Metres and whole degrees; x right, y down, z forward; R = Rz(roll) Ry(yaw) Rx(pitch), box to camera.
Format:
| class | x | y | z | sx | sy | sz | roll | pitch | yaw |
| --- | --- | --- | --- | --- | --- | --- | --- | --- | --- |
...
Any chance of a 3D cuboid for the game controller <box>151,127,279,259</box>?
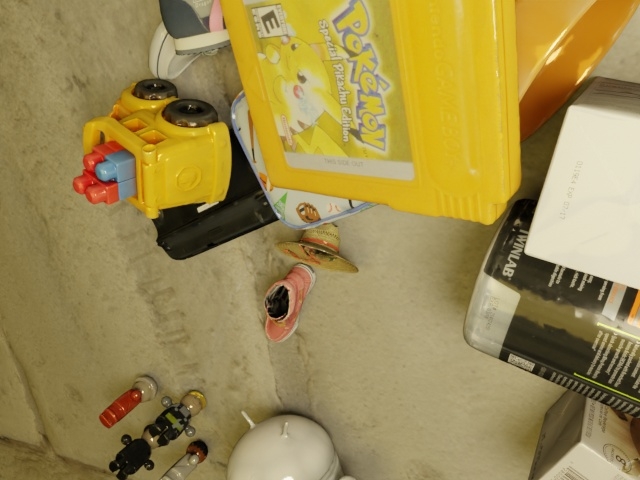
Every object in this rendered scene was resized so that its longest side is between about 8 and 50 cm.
| class | x | y | z | sx | sy | sz | roll | pitch | yaw |
| --- | --- | --- | --- | --- | --- | --- | --- | --- | --- |
| game controller | -0.189 | -0.076 | 0.944 | 0.319 | 0.067 | 0.166 | -20 | 84 | 35 |

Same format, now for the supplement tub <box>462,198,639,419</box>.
| class | x | y | z | sx | sy | sz | roll | pitch | yaw |
| --- | --- | --- | --- | --- | --- | --- | --- | --- | --- |
| supplement tub | 0.337 | 0.087 | 0.602 | 0.316 | 0.193 | 0.193 | 22 | 120 | 23 |

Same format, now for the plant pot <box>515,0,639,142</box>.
| class | x | y | z | sx | sy | sz | roll | pitch | yaw |
| --- | --- | --- | --- | --- | --- | --- | --- | --- | --- |
| plant pot | 0.186 | -0.234 | 0.565 | 0.188 | 0.205 | 0.205 | 44 | 126 | 20 |

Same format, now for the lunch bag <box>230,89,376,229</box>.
| class | x | y | z | sx | sy | sz | roll | pitch | yaw |
| --- | --- | --- | --- | --- | --- | --- | --- | --- | --- |
| lunch bag | 0.031 | -0.160 | 0.736 | 0.303 | 0.115 | 0.243 | -21 | 96 | 36 |

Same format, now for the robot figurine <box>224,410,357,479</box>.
| class | x | y | z | sx | sy | sz | roll | pitch | yaw |
| --- | --- | --- | --- | --- | --- | --- | --- | --- | --- |
| robot figurine | -0.047 | 0.469 | 0.988 | 0.300 | 0.200 | 0.353 | -10 | 105 | 32 |

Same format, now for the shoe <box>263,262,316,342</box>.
| class | x | y | z | sx | sy | sz | roll | pitch | yaw |
| --- | --- | --- | --- | --- | --- | --- | --- | --- | --- |
| shoe | -0.070 | 0.120 | 0.930 | 0.063 | 0.081 | 0.178 | 36 | 124 | 14 |

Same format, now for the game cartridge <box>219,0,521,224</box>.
| class | x | y | z | sx | sy | sz | roll | pitch | yaw |
| --- | --- | --- | --- | --- | --- | --- | --- | --- | --- |
| game cartridge | 0.037 | -0.167 | 0.556 | 0.324 | 0.053 | 0.285 | 15 | 129 | 42 |

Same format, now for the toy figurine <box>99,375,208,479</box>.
| class | x | y | z | sx | sy | sz | roll | pitch | yaw |
| --- | --- | --- | --- | --- | --- | --- | --- | --- | --- |
| toy figurine | -0.350 | 0.417 | 1.193 | 0.209 | 0.148 | 0.213 | 4 | 110 | 23 |

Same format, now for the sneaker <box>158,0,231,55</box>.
| class | x | y | z | sx | sy | sz | roll | pitch | yaw |
| --- | --- | --- | --- | --- | --- | --- | --- | --- | --- |
| sneaker | -0.074 | -0.323 | 0.668 | 0.319 | 0.112 | 0.131 | -6 | 118 | 25 |

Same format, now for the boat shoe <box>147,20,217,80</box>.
| class | x | y | z | sx | sy | sz | roll | pitch | yaw |
| --- | --- | --- | --- | --- | --- | --- | --- | --- | --- |
| boat shoe | -0.180 | -0.313 | 0.814 | 0.076 | 0.083 | 0.226 | 49 | 125 | 6 |

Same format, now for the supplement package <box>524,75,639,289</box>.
| class | x | y | z | sx | sy | sz | roll | pitch | yaw |
| --- | --- | --- | --- | --- | --- | --- | --- | --- | --- |
| supplement package | 0.303 | -0.069 | 0.525 | 0.134 | 0.244 | 0.139 | 20 | 120 | 24 |

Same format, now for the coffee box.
| class | x | y | z | sx | sy | sz | roll | pitch | yaw |
| --- | --- | --- | --- | --- | --- | --- | --- | --- | --- |
| coffee box | 0.423 | 0.317 | 0.663 | 0.297 | 0.168 | 0.119 | 34 | 124 | 14 |

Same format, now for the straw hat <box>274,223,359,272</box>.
| class | x | y | z | sx | sy | sz | roll | pitch | yaw |
| --- | --- | --- | --- | --- | --- | --- | --- | --- | --- |
| straw hat | 0.000 | 0.000 | 0.845 | 0.144 | 0.144 | 0.061 | 12 | 75 | 27 |

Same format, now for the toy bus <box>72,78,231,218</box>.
| class | x | y | z | sx | sy | sz | roll | pitch | yaw |
| --- | --- | --- | --- | --- | --- | --- | --- | --- | --- |
| toy bus | -0.273 | -0.130 | 0.811 | 0.220 | 0.211 | 0.149 | 35 | 134 | 29 |
